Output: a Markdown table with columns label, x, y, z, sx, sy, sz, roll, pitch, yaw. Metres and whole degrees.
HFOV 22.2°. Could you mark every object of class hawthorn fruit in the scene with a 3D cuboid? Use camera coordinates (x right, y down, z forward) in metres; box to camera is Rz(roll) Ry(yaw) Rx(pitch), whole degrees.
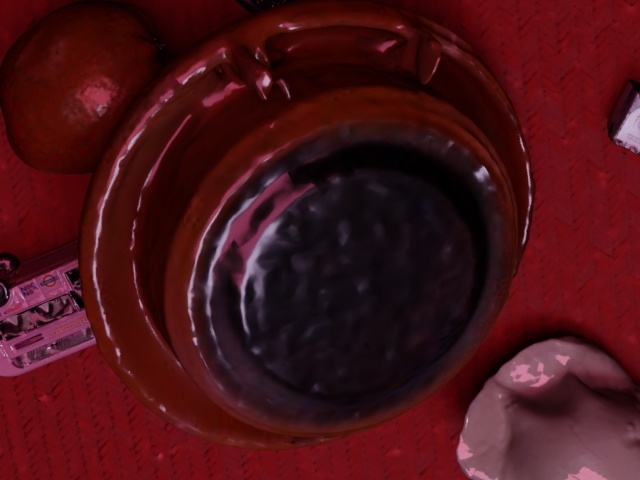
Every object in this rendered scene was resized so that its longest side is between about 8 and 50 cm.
| label | x | y | z | sx | sy | sz | roll | pitch | yaw |
| --- | --- | --- | --- | --- | --- | --- | --- | --- | --- |
| hawthorn fruit | -0.176 | -0.114 | 1.217 | 0.138 | 0.133 | 0.132 | -25 | 106 | 10 |

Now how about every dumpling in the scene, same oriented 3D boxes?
| label | x | y | z | sx | sy | sz | roll | pitch | yaw |
| --- | --- | --- | --- | --- | --- | --- | --- | --- | --- |
| dumpling | 0.224 | 0.163 | 1.327 | 0.229 | 0.124 | 0.151 | 25 | 69 | -14 |

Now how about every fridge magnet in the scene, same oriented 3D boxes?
| label | x | y | z | sx | sy | sz | roll | pitch | yaw |
| --- | --- | --- | --- | --- | --- | --- | --- | --- | --- |
| fridge magnet | 0.000 | 0.000 | 1.215 | 0.364 | 0.155 | 0.363 | -9 | 117 | -19 |

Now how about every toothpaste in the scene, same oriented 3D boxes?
| label | x | y | z | sx | sy | sz | roll | pitch | yaw |
| --- | --- | --- | --- | --- | --- | --- | --- | --- | --- |
| toothpaste | 0.321 | -0.064 | 1.285 | 0.196 | 0.040 | 0.047 | 24 | 110 | -8 |

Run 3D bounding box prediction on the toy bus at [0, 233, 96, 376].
| label | x | y | z | sx | sy | sz | roll | pitch | yaw |
| --- | --- | --- | --- | --- | --- | --- | --- | --- | --- |
| toy bus | -0.191 | 0.037 | 1.298 | 0.203 | 0.063 | 0.090 | -23 | 110 | 8 |

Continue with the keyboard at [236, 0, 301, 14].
| label | x | y | z | sx | sy | sz | roll | pitch | yaw |
| --- | --- | --- | --- | --- | --- | --- | --- | --- | --- |
| keyboard | 0.005 | -0.165 | 1.261 | 0.204 | 0.013 | 0.061 | 40 | 104 | -12 |
